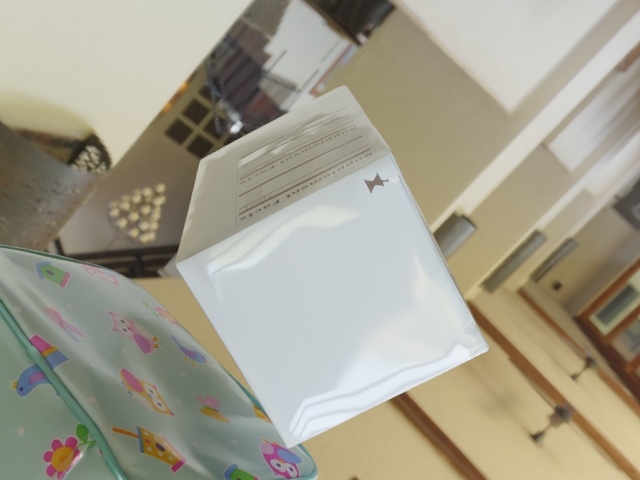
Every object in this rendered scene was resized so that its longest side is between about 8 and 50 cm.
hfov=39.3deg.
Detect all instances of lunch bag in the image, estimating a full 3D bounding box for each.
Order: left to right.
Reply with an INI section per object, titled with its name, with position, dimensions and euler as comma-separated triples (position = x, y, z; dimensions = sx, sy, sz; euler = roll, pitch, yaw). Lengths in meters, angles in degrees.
[lunch bag]
position = -0.144, 0.122, 0.631
dimensions = 0.279, 0.108, 0.224
euler = 42, -169, 29

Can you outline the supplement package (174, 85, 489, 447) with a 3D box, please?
[supplement package]
position = 0.000, 0.000, 0.604
dimensions = 0.139, 0.134, 0.244
euler = 61, -175, -17
